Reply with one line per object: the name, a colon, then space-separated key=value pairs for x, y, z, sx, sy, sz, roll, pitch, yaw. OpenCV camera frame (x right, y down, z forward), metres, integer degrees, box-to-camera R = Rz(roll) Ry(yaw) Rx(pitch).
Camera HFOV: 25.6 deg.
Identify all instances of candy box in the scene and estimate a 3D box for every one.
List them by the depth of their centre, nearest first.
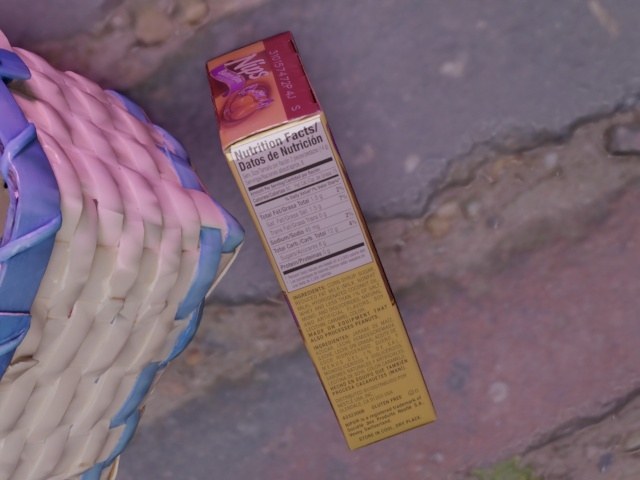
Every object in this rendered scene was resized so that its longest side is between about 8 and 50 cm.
candy box: x=0.000 y=0.000 z=0.715 sx=0.053 sy=0.109 sz=0.186 roll=-20 pitch=119 yaw=1

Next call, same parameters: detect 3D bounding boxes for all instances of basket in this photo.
basket: x=-0.204 y=0.020 z=0.622 sx=0.289 sy=0.201 sz=0.254 roll=9 pitch=121 yaw=-49
